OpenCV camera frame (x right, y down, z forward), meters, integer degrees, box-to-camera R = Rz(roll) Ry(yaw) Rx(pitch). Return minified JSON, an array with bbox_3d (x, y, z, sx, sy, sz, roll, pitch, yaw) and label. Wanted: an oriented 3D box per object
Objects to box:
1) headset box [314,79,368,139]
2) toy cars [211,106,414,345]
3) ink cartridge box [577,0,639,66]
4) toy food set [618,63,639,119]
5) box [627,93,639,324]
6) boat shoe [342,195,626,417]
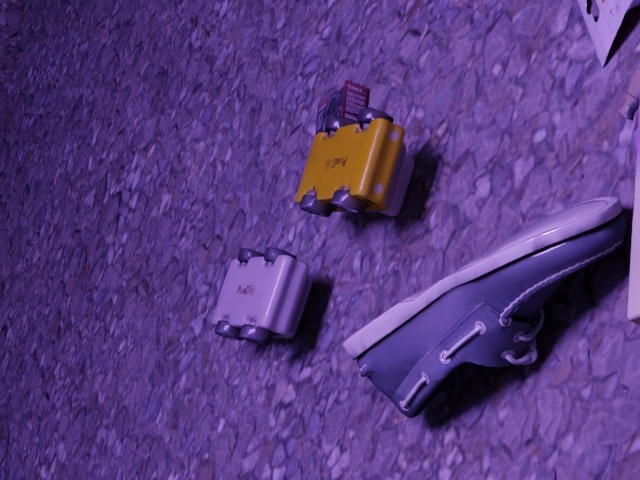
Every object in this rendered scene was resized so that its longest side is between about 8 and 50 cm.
[{"bbox_3d":[0.023,-0.133,1.866,0.062,0.032,0.083,-35,44,52],"label":"headset box"},{"bbox_3d":[0.000,0.000,1.761,0.393,0.087,0.176,-54,24,38],"label":"toy cars"},{"bbox_3d":[0.274,-0.258,1.450,0.145,0.045,0.179,-99,19,-46],"label":"ink cartridge box"},{"bbox_3d":[0.279,-0.151,1.359,0.122,0.019,0.078,-66,25,9],"label":"toy food set"},{"bbox_3d":[0.323,-0.060,1.083,0.243,0.117,0.213,-31,46,54],"label":"box"},{"bbox_3d":[0.149,0.060,1.422,0.319,0.116,0.099,-33,86,43],"label":"boat shoe"}]
